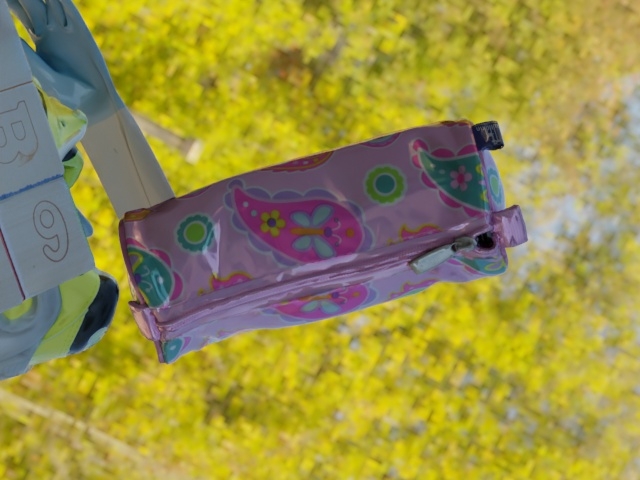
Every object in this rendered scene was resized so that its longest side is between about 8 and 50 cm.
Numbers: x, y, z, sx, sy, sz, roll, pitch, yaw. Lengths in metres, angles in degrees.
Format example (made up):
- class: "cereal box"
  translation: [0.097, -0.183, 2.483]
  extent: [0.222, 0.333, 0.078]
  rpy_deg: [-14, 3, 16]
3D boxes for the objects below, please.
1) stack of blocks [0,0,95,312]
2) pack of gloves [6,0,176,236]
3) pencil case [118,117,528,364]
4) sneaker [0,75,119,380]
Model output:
- class: "stack of blocks"
  translation: [-0.196, -0.108, 0.631]
  extent: [0.171, 0.297, 0.087]
  rpy_deg: [-9, -168, 41]
- class: "pack of gloves"
  translation: [-0.233, -0.097, 1.258]
  extent: [0.046, 0.232, 0.195]
  rpy_deg: [-32, -173, -42]
- class: "pencil case"
  translation: [0.000, 0.000, 1.110]
  extent: [0.124, 0.284, 0.124]
  rpy_deg: [-14, 90, -89]
- class: "sneaker"
  translation: [-0.228, -0.071, 0.934]
  extent: [0.145, 0.147, 0.385]
  rpy_deg: [-56, -138, 46]
